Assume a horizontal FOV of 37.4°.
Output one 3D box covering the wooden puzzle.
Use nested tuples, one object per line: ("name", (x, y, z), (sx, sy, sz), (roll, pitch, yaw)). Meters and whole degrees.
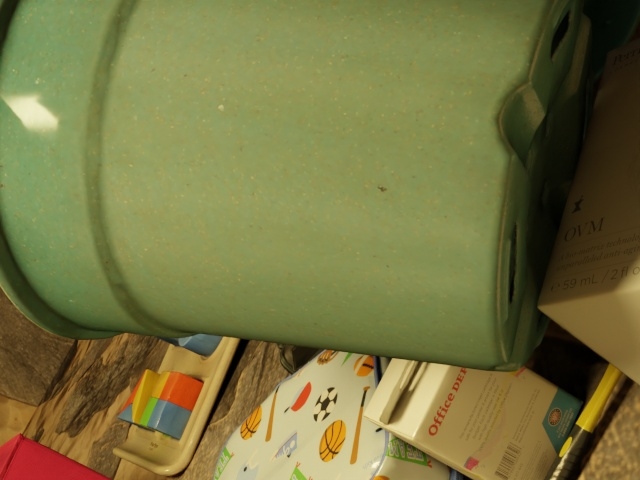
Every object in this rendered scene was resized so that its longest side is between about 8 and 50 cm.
("wooden puzzle", (-0.234, 0.207, 1.571), (0.322, 0.080, 0.348), (-13, 48, 64))

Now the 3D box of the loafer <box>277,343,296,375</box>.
("loafer", (-0.014, 0.135, 1.176), (0.061, 0.062, 0.170), (-51, 21, 6))

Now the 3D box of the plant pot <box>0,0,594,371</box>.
("plant pot", (-0.001, -0.065, 0.663), (0.334, 0.341, 0.341), (10, 61, 24))

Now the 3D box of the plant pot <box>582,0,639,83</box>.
("plant pot", (0.171, -0.261, 1.015), (0.293, 0.293, 0.235), (-57, -2, 2))

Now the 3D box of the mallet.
("mallet", (0.202, 0.135, 0.694), (0.189, 0.039, 0.062), (-65, 22, -5))

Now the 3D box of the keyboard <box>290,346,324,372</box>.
("keyboard", (0.083, 0.028, 1.075), (0.317, 0.033, 0.201), (-45, 7, 3))

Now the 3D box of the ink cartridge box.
("ink cartridge box", (0.112, 0.130, 0.745), (0.092, 0.143, 0.090), (-61, 19, -11))

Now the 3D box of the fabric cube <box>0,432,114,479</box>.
("fabric cube", (-0.389, 0.456, 1.294), (0.254, 0.258, 0.259), (-33, 31, 49))

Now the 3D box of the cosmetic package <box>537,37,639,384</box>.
("cosmetic package", (0.281, -0.038, 0.580), (0.224, 0.138, 0.224), (-20, 40, 53))

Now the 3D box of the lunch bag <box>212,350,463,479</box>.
("lunch bag", (0.000, 0.239, 0.904), (0.303, 0.115, 0.243), (-48, 24, 25))
